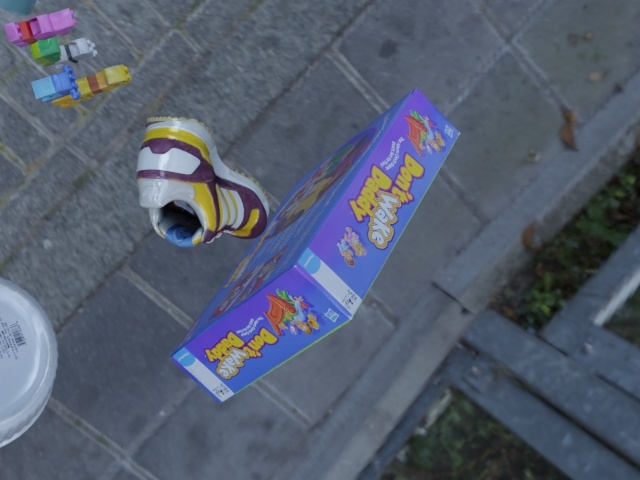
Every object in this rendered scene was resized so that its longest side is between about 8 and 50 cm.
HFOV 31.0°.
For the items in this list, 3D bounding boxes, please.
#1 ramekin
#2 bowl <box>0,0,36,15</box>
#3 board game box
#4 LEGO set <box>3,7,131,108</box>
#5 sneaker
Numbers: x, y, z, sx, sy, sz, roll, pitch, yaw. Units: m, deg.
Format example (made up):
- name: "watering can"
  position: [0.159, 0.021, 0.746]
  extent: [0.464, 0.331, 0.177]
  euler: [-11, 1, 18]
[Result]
- name: "ramekin"
  position: [-0.390, 0.131, 1.277]
  extent: [0.207, 0.109, 0.207]
  euler: [7, 72, -23]
- name: "bowl"
  position: [-0.500, -0.485, 1.657]
  extent: [0.311, 0.311, 0.163]
  euler: [34, 105, -30]
- name: "board game box"
  position: [0.000, 0.000, 1.277]
  extent: [0.078, 0.233, 0.347]
  euler: [44, 43, -10]
- name: "LEGO set"
  position: [-0.274, -0.202, 1.320]
  extent: [0.093, 0.227, 0.087]
  euler: [-18, 92, 0]
- name: "sneaker"
  position: [-0.099, -0.025, 0.932]
  extent: [0.185, 0.069, 0.084]
  euler: [48, 48, -58]
